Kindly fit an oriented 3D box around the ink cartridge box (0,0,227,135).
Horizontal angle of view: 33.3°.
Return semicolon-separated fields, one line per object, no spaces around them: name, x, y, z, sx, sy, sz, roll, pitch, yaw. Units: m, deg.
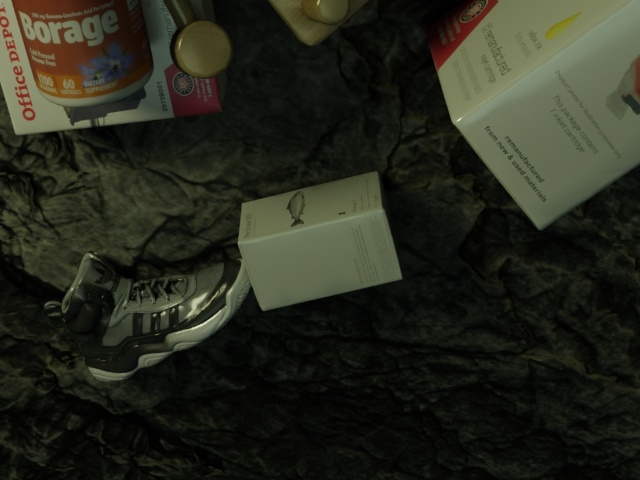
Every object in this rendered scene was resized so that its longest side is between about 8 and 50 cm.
ink cartridge box;-0.236;-0.221;1.178;0.237;0.100;0.172;-7;120;3

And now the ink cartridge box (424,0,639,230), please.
ink cartridge box;0.314;-0.231;1.077;0.385;0.279;0.160;-35;114;18

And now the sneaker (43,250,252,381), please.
sneaker;-0.224;0.070;1.349;0.269;0.101;0.153;-30;119;19

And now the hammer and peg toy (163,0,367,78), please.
hammer and peg toy;-0.037;-0.331;1.036;0.361;0.127;0.266;-41;114;-3

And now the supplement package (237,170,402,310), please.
supplement package;0.000;0.000;1.310;0.179;0.105;0.105;-14;120;7

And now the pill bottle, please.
pill bottle;-0.238;-0.247;1.023;0.121;0.121;0.216;-6;127;3
